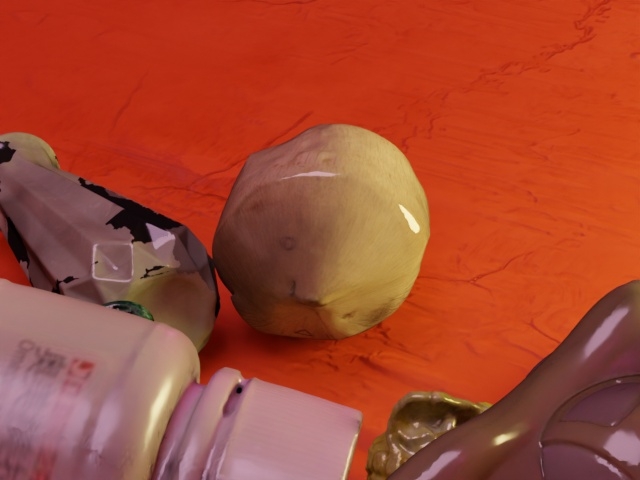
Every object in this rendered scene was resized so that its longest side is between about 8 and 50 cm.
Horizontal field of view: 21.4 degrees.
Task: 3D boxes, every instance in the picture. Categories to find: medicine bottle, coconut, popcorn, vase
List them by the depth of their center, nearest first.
[{"bbox_3d":[-0.150,0.181,1.201,0.325,0.256,0.256,16,41,4],"label":"medicine bottle"},{"bbox_3d":[0.104,0.196,1.373,0.135,0.162,0.141,-43,9,13],"label":"popcorn"},{"bbox_3d":[0.000,0.000,1.586,0.224,0.224,0.224,-7,37,5],"label":"coconut"},{"bbox_3d":[-0.238,0.004,1.682,0.165,0.165,0.360,-27,36,-21],"label":"vase"}]

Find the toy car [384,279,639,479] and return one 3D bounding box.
[{"bbox_3d":[0.208,0.188,1.193,0.336,0.226,0.242,-36,81,-32],"label":"toy car"}]

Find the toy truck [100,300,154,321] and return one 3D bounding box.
[{"bbox_3d":[-0.241,0.167,1.454,0.279,0.155,0.156,-11,36,0],"label":"toy truck"}]
